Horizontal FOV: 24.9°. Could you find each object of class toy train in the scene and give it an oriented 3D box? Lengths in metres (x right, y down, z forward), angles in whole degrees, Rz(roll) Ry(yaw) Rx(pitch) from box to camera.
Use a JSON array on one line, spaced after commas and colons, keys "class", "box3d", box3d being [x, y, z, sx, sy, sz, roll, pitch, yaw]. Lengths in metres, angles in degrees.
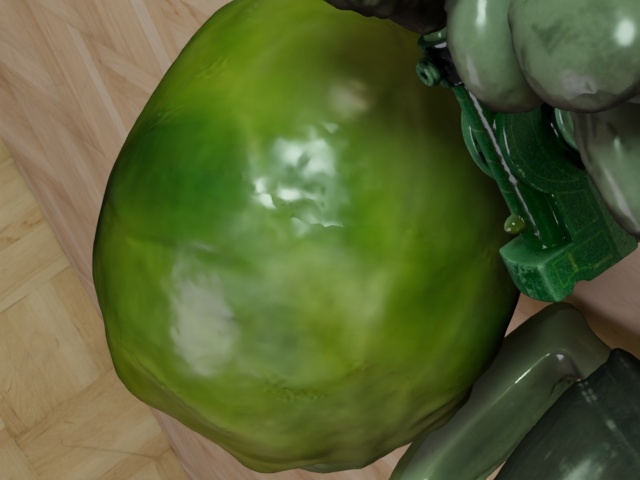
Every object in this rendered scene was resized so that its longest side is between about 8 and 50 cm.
[{"class": "toy train", "box3d": [0.117, -0.064, 0.755, 0.178, 0.104, 0.071, 62, 165, -20]}]

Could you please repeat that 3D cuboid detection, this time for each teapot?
[{"class": "teapot", "box3d": [0.147, 0.187, 0.839, 0.322, 0.239, 0.239, 53, -171, 26]}]

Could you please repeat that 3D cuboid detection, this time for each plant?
[{"class": "plant", "box3d": [0.094, -0.121, 0.620, 0.274, 0.149, 0.146, 43, 131, 18]}]

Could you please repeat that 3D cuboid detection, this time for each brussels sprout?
[{"class": "brussels sprout", "box3d": [0.000, 0.000, 0.937, 0.268, 0.344, 0.344, 14, 150, 11]}]
